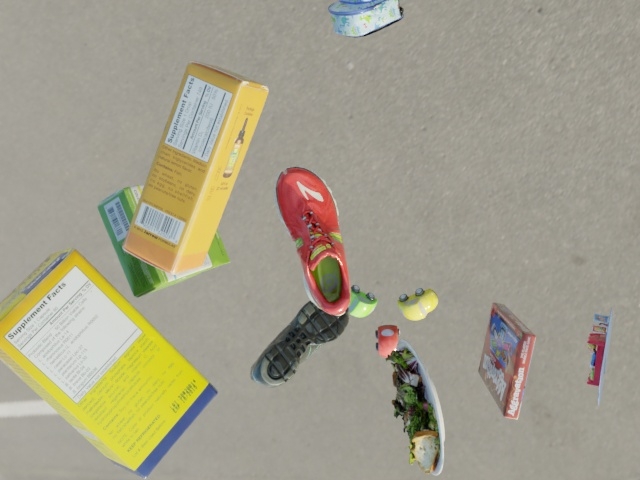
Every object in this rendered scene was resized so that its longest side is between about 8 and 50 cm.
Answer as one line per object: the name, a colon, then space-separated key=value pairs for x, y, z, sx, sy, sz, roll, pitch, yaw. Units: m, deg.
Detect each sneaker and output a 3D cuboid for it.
sneaker: x=0.000 y=0.000 z=1.529 sx=0.118 sy=0.107 sz=0.279 roll=-132 pitch=22 yaw=-80
sneaker: x=-0.050 y=0.207 z=1.840 sx=0.101 sy=0.267 sz=0.106 roll=54 pitch=151 yaw=-4

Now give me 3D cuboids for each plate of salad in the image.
plate of salad: x=0.133 y=0.244 z=1.267 sx=0.200 sy=0.048 sz=0.200 roll=168 pitch=90 yaw=-80

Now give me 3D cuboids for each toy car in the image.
toy car: x=0.141 y=0.181 z=2.116 sx=0.225 sy=0.053 sz=0.239 roll=26 pitch=122 yaw=-14

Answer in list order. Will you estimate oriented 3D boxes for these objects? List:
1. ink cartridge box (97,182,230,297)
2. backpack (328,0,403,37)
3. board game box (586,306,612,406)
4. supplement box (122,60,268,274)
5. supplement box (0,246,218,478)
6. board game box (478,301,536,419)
ink cartridge box: x=-0.267 y=-0.023 z=1.654 sx=0.097 sy=0.255 sz=0.189 roll=-24 pitch=88 yaw=41
backpack: x=0.073 y=-0.412 z=1.536 sx=0.105 sy=0.114 sz=0.084 roll=25 pitch=141 yaw=48
board game box: x=0.468 y=0.195 z=1.479 sx=0.033 sy=0.169 sz=0.133 roll=8 pitch=150 yaw=21
supplement box: x=-0.142 y=-0.083 z=0.995 sx=0.080 sy=0.078 sz=0.233 roll=27 pitch=102 yaw=14
supplement box: x=-0.387 y=0.209 z=1.495 sx=0.356 sy=0.194 sz=0.195 roll=49 pitch=155 yaw=-16
board game box: x=0.328 y=0.207 z=1.559 sx=0.027 sy=0.281 sz=0.145 roll=10 pitch=96 yaw=0
